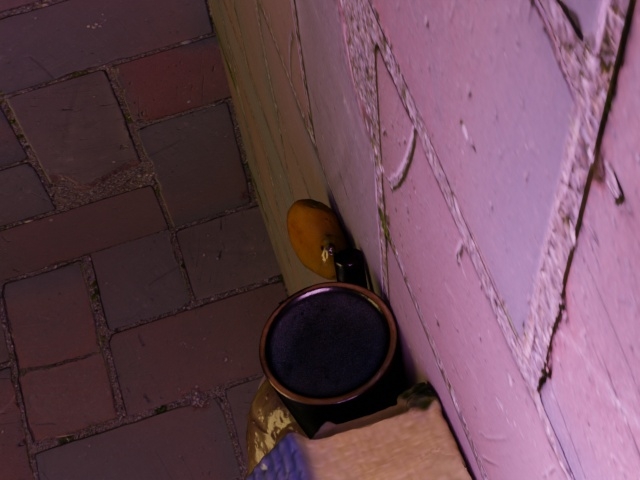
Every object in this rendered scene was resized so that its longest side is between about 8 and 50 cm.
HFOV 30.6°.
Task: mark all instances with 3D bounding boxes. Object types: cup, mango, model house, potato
[{"bbox_3d":[0.045,0.138,1.448,0.166,0.239,0.177,21,153,26],"label":"cup"},{"bbox_3d":[0.000,0.000,1.640,0.098,0.075,0.190,69,171,-29],"label":"mango"},{"bbox_3d":[0.048,0.348,1.208,0.261,0.266,0.321,83,169,-46],"label":"model house"},{"bbox_3d":[0.007,0.336,1.842,0.288,0.301,0.237,29,145,14],"label":"potato"}]

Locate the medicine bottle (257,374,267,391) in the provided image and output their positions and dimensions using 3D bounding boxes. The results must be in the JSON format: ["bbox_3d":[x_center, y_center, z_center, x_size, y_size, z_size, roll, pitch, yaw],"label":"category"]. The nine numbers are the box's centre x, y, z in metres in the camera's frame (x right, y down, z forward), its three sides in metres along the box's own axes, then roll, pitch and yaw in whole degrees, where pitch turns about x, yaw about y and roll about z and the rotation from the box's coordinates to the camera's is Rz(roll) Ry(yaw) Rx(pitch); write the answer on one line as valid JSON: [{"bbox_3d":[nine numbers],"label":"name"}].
[{"bbox_3d":[-0.001,0.387,2.302,0.202,0.202,0.316,-112,7,-45],"label":"medicine bottle"}]
